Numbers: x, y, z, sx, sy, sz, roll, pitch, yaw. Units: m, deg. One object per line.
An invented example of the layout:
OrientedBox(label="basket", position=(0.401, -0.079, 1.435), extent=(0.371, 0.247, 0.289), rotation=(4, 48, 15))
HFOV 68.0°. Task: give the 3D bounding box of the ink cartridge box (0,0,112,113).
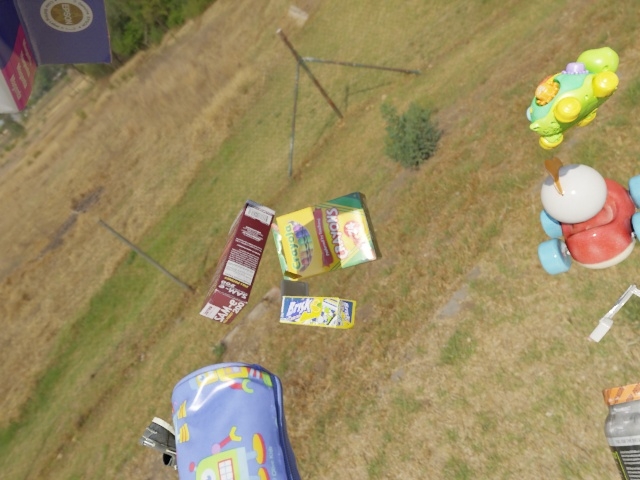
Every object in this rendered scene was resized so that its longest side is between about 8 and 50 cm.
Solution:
OrientedBox(label="ink cartridge box", position=(-0.315, -0.192, 0.298), extent=(0.324, 0.329, 0.072), rotation=(130, 127, -63))

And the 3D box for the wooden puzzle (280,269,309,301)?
OrientedBox(label="wooden puzzle", position=(-0.066, 0.131, 1.208), extent=(0.014, 0.078, 0.116), rotation=(112, 166, -48))

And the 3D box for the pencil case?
OrientedBox(label="pencil case", position=(-0.060, 0.262, 0.434), extent=(0.133, 0.119, 0.306), rotation=(-28, 52, 8))

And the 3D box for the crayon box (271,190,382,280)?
OrientedBox(label="crayon box", position=(0.000, 0.000, 1.404), extent=(0.318, 0.081, 0.202), rotation=(-17, 83, 19))

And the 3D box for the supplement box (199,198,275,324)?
OrientedBox(label="supplement box", position=(-0.176, 0.044, 1.019), extent=(0.130, 0.073, 0.240), rotation=(-47, 24, 50))

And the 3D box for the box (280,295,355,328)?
OrientedBox(label="box", position=(-0.009, 0.147, 0.975), extent=(0.168, 0.054, 0.059), rotation=(-5, 74, 45))

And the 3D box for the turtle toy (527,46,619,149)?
OrientedBox(label="turtle toy", position=(0.297, -0.173, 0.557), extent=(0.130, 0.095, 0.066), rotation=(-36, 72, 0))

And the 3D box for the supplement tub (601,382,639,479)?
OrientedBox(label="supplement tub", position=(0.610, 0.396, 0.790), extent=(0.193, 0.193, 0.316), rotation=(-24, 64, 28))

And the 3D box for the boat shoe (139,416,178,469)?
OrientedBox(label="boat shoe", position=(-0.381, 0.564, 1.253), extent=(0.084, 0.233, 0.079), rotation=(-9, 36, 39))

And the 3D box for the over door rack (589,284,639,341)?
OrientedBox(label="over door rack", position=(0.784, 0.242, 1.113), extent=(0.239, 0.324, 0.108), rotation=(38, 126, 30))

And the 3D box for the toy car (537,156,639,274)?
OrientedBox(label="toy car", position=(0.509, -0.086, 0.928), extent=(0.219, 0.238, 0.210), rotation=(-24, 30, 43))
